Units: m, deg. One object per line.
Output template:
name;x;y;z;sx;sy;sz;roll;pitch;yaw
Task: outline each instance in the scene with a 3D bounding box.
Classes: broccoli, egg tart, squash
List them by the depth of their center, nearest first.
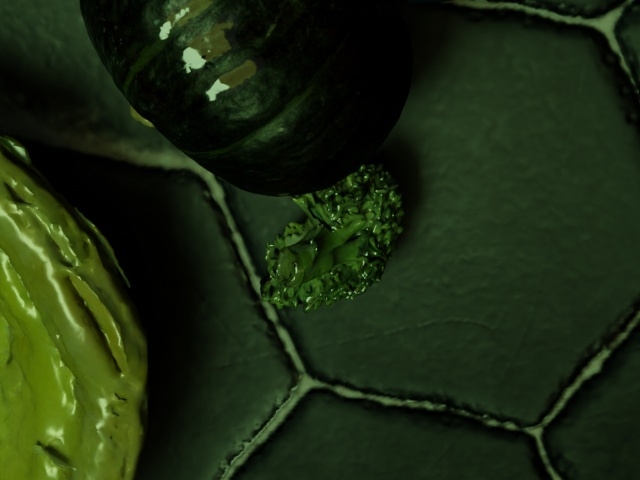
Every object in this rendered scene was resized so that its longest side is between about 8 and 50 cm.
squash;-0.036;-0.110;0.834;0.156;0.193;0.193;-19;105;1
broccoli;0.000;0.000;0.921;0.097;0.092;0.095;8;113;39
egg tart;-0.255;0.058;0.968;0.345;0.132;0.345;3;111;9

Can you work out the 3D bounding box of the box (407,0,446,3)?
box;0.128;-0.257;0.713;0.261;0.116;0.278;-1;93;30
